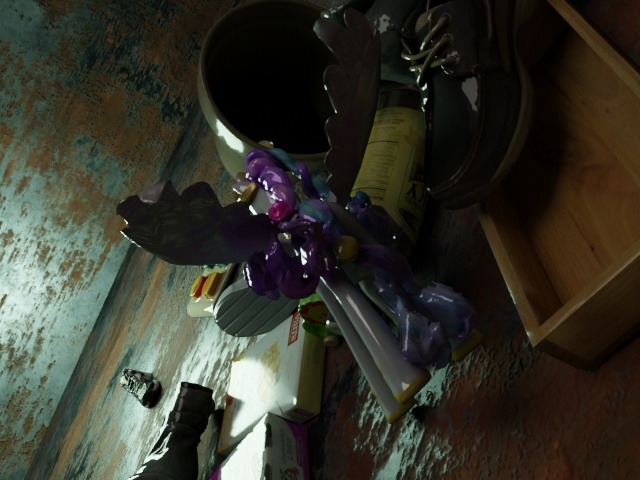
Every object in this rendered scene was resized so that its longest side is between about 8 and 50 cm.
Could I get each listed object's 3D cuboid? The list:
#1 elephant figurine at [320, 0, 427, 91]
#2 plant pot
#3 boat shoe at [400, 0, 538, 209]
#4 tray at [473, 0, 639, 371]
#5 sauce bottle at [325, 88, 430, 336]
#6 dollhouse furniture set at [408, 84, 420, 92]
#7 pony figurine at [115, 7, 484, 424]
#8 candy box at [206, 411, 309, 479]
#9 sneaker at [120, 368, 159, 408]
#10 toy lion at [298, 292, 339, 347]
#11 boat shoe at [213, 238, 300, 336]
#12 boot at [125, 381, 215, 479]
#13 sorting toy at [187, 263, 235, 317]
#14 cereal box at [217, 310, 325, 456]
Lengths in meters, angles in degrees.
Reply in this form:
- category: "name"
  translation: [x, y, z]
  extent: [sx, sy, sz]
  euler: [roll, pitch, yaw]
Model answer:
- category: "elephant figurine"
  translation: [0.076, -0.259, 0.946]
  extent: [0.239, 0.186, 0.169]
  euler: [1, 73, 50]
- category: "plant pot"
  translation: [-0.080, -0.232, 1.314]
  extent: [0.280, 0.323, 0.323]
  euler: [124, 162, -63]
- category: "boat shoe"
  translation: [0.147, -0.197, 0.769]
  extent: [0.132, 0.130, 0.355]
  euler: [-32, 38, 52]
- category: "tray"
  translation: [0.246, -0.091, 0.709]
  extent: [0.203, 0.076, 0.411]
  euler: [-51, 25, 29]
- category: "sauce bottle"
  translation: [0.086, -0.036, 0.949]
  extent: [0.111, 0.111, 0.344]
  euler: [-18, 52, 60]
- category: "dollhouse furniture set"
  translation: [0.146, -0.350, 1.061]
  extent: [0.303, 0.173, 0.356]
  euler: [-20, 48, 59]
- category: "pony figurine"
  translation: [0.000, 0.000, 0.723]
  extent: [0.302, 0.363, 0.351]
  euler: [-37, -17, -10]
- category: "candy box"
  translation: [-0.104, 0.374, 0.974]
  extent: [0.233, 0.071, 0.159]
  euler: [-52, 24, 29]
- category: "sneaker"
  translation: [-0.454, 0.360, 1.728]
  extent: [0.178, 0.077, 0.072]
  euler: [2, 69, 64]
- category: "toy lion"
  translation: [0.008, 0.107, 0.981]
  extent: [0.100, 0.096, 0.034]
  euler: [-39, 33, 46]
- category: "boat shoe"
  translation: [-0.068, 0.069, 1.205]
  extent: [0.302, 0.109, 0.094]
  euler: [-36, 19, 33]
- category: "boot"
  translation: [-0.245, 0.334, 1.155]
  extent: [0.338, 0.118, 0.223]
  euler: [121, 165, -68]
- category: "sorting toy"
  translation: [-0.249, 0.076, 1.636]
  extent: [0.193, 0.038, 0.208]
  euler: [-13, 55, 61]
- category: "cereal box"
  translation: [-0.076, 0.224, 1.100]
  extent: [0.240, 0.047, 0.173]
  euler: [-42, 31, 42]
